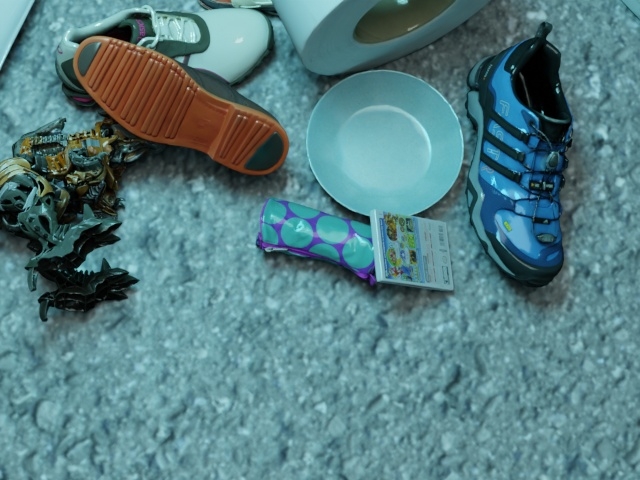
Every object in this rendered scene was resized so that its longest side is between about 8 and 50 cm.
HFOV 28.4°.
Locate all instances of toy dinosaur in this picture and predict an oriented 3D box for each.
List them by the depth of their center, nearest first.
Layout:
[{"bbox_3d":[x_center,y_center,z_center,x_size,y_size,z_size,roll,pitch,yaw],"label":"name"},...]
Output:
[{"bbox_3d":[-0.318,-0.030,1.473,0.322,0.164,0.218,-40,65,4],"label":"toy dinosaur"}]

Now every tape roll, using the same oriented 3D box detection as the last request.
[{"bbox_3d":[0.086,-0.311,1.490,0.286,0.286,0.100,-23,76,-11],"label":"tape roll"}]

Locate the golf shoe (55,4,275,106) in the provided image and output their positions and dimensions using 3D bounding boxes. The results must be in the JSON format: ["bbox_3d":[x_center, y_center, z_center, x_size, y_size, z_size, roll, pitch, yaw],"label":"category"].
[{"bbox_3d":[-0.184,-0.232,1.533,0.273,0.120,0.105,-15,74,-10],"label":"golf shoe"}]

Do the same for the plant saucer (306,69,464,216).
[{"bbox_3d":[0.078,-0.115,1.560,0.195,0.037,0.194,1,74,-5],"label":"plant saucer"}]

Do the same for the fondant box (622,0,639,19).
[{"bbox_3d":[0.566,-0.372,1.644,0.330,0.096,0.238,-38,80,-15],"label":"fondant box"}]

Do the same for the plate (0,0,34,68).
[{"bbox_3d":[-0.514,-0.252,1.550,0.278,0.045,0.277,19,72,1],"label":"plate"}]

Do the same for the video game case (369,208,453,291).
[{"bbox_3d":[0.109,0.013,1.502,0.122,0.011,0.087,9,69,-41],"label":"video game case"}]

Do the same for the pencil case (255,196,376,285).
[{"bbox_3d":[0.000,0.000,1.506,0.152,0.064,0.070,15,62,0],"label":"pencil case"}]

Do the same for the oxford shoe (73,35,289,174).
[{"bbox_3d":[-0.167,-0.164,1.493,0.271,0.098,0.097,29,107,-21],"label":"oxford shoe"}]

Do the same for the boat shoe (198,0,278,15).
[{"bbox_3d":[-0.088,-0.311,1.602,0.137,0.043,0.049,6,75,-1],"label":"boat shoe"}]

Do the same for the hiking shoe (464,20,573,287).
[{"bbox_3d":[0.243,-0.098,1.507,0.113,0.132,0.304,-1,74,-24],"label":"hiking shoe"}]
